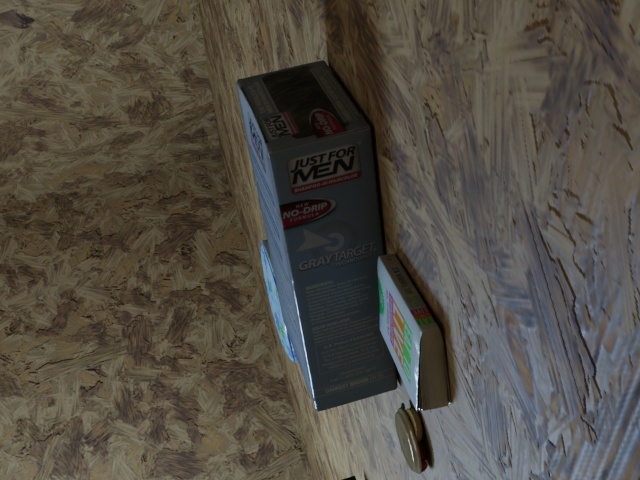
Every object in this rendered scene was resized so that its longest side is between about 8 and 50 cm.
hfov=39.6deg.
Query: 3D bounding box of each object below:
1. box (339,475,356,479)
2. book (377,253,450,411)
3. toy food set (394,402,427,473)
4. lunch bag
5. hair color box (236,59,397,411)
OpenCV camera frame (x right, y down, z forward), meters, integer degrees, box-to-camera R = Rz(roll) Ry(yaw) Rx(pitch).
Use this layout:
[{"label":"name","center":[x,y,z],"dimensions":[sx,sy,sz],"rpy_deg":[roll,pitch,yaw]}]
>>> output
[{"label":"box","center":[0.084,0.564,1.635],"dimensions":[0.184,0.045,0.190],"rpy_deg":[-105,-1,-66]},{"label":"book","center":[0.091,0.089,0.900],"dimensions":[0.144,0.035,0.096],"rpy_deg":[-115,17,-59]},{"label":"toy food set","center":[0.108,0.236,1.057],"dimensions":[0.082,0.020,0.083],"rpy_deg":[179,76,-82]},{"label":"lunch bag","center":[-0.049,0.103,1.658],"dimensions":[0.219,0.090,0.176],"rpy_deg":[-113,11,-46]},{"label":"hair color box","center":[0.000,0.000,1.060],"dimensions":[0.185,0.114,0.374],"rpy_deg":[-116,13,-53]}]
